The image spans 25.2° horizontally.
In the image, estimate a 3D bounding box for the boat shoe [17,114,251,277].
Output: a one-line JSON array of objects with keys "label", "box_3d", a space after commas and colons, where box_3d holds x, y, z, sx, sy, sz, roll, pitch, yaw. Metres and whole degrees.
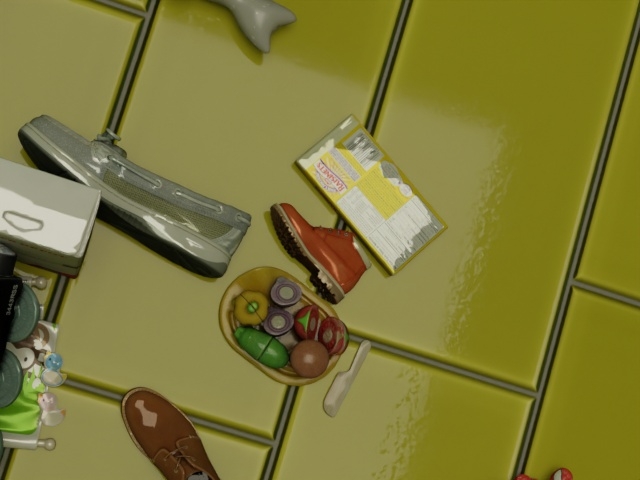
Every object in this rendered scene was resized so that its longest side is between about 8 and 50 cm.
[{"label": "boat shoe", "box_3d": [-0.241, -0.071, 1.853, 0.320, 0.118, 0.103, 33, 73, -10]}]

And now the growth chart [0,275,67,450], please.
[{"label": "growth chart", "box_3d": [-0.413, 0.153, 1.839, 0.172, 0.021, 0.237, -1, 86, -10]}]

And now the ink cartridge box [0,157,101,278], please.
[{"label": "ink cartridge box", "box_3d": [-0.360, -0.027, 1.767, 0.159, 0.218, 0.092, 18, 80, -8]}]

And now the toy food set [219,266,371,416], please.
[{"label": "toy food set", "box_3d": [-0.030, 0.124, 1.888, 0.218, 0.071, 0.128, 37, 79, -5]}]

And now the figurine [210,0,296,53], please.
[{"label": "figurine", "box_3d": [-0.096, -0.384, 1.929, 0.209, 0.092, 0.215, 35, 80, -9]}]

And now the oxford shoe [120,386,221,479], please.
[{"label": "oxford shoe", "box_3d": [-0.180, 0.276, 1.842, 0.076, 0.076, 0.212, -38, 90, -10]}]

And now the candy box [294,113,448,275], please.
[{"label": "candy box", "box_3d": [0.070, -0.062, 1.950, 0.105, 0.027, 0.206, -40, 92, -10]}]

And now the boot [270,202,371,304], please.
[{"label": "boot", "box_3d": [0.000, 0.000, 1.918, 0.085, 0.059, 0.158, -41, 101, -15]}]

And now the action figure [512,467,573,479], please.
[{"label": "action figure", "box_3d": [0.240, 0.397, 1.881, 0.280, 0.139, 0.091, -40, 93, -15]}]

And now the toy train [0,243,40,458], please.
[{"label": "toy train", "box_3d": [-0.467, 0.149, 1.744, 0.190, 0.142, 0.334, 20, 98, 26]}]
